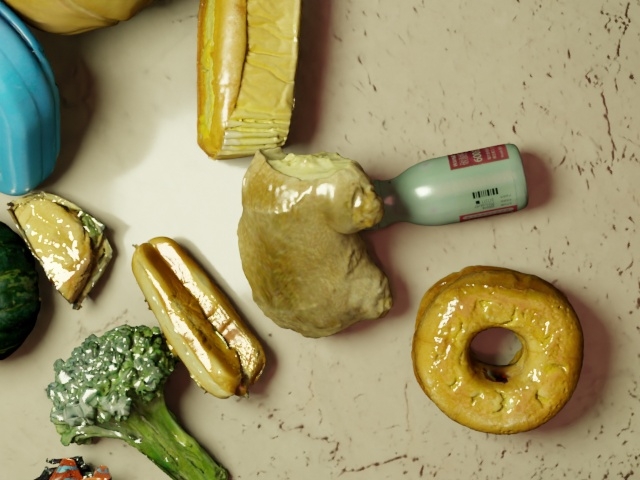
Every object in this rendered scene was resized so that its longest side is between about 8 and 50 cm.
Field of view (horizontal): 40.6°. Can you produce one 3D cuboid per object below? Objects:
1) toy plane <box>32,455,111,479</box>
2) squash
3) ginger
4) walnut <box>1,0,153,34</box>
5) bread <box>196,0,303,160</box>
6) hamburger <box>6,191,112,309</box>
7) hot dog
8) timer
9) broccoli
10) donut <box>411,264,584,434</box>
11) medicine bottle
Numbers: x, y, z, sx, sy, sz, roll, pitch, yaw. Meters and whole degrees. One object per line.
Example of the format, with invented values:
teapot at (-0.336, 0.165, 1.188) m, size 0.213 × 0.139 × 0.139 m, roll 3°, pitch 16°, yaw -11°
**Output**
toy plane at (-0.365, 0.342, 1.213) m, size 0.189 × 0.061 × 0.130 m, roll -1°, pitch 130°, yaw 23°
squash at (-0.483, 0.067, 1.173) m, size 0.218 × 0.172 × 0.218 m, roll 0°, pitch 88°, yaw 9°
ginger at (0.000, 0.000, 1.101) m, size 0.221 × 0.130 × 0.276 m, roll -30°, pitch 107°, yaw 31°
walnut at (-0.313, -0.459, 1.075) m, size 0.354 × 0.308 × 0.398 m, roll -24°, pitch 87°, yaw 23°
bread at (-0.100, -0.248, 1.142) m, size 0.119 × 0.152 × 0.288 m, roll 4°, pitch 92°, yaw -16°
hamburger at (-0.348, 0.001, 1.207) m, size 0.102 × 0.087 × 0.176 m, roll -33°, pitch 82°, yaw -12°
hot dog at (-0.172, 0.101, 1.170) m, size 0.269 × 0.109 × 0.072 m, roll 53°, pitch 133°, yaw 11°
timer at (-0.479, -0.227, 1.122) m, size 0.340 × 0.309 × 0.115 m, roll 40°, pitch 59°, yaw 6°
broccoli at (-0.263, 0.257, 1.168) m, size 0.198 × 0.177 × 0.275 m, roll -20°, pitch 103°, yaw 6°
donut at (0.228, 0.140, 1.116) m, size 0.226 × 0.114 × 0.227 m, roll 0°, pitch 91°, yaw 6°
medicine bottle at (0.157, -0.065, 1.135) m, size 0.216 × 0.090 × 0.090 m, roll -11°, pitch 89°, yaw 8°
